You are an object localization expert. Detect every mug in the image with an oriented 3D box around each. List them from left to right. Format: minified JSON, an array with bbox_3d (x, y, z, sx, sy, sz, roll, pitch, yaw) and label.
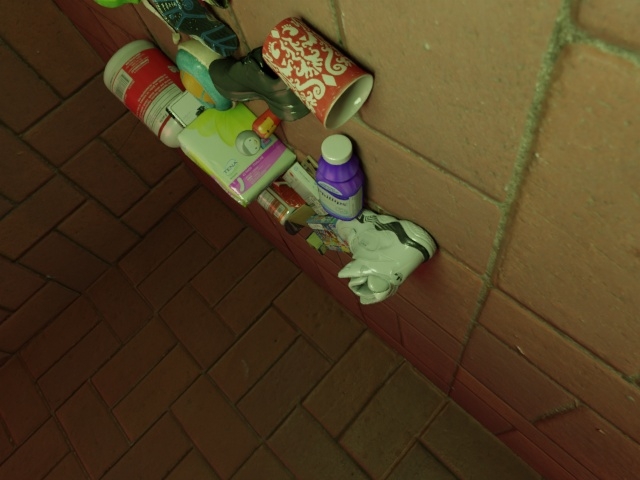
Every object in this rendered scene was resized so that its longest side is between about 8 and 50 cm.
[{"bbox_3d":[-0.011,-0.280,0.767,0.169,0.113,0.150,46,168,10],"label":"mug"}]

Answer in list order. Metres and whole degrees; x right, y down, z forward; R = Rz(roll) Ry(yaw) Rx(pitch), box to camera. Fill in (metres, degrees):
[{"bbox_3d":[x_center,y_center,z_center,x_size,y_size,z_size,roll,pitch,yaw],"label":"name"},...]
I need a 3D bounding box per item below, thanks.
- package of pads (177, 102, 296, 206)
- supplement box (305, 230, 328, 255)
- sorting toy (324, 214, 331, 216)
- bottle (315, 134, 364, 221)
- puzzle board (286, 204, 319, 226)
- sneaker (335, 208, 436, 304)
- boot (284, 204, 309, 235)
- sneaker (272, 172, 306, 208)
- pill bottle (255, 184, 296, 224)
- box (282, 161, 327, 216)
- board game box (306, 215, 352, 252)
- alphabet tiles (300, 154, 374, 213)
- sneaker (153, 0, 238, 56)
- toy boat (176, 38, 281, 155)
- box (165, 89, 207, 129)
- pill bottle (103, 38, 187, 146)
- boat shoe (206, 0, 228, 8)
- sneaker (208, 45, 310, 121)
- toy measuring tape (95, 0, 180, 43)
[{"bbox_3d":[-0.259,-0.274,1.356,0.296,0.229,0.101,45,169,-1],"label":"package of pads"},{"bbox_3d":[0.000,0.000,1.817,0.083,0.083,0.056,36,168,30],"label":"supplement box"},{"bbox_3d":[0.134,0.023,1.488,0.229,0.041,0.307,47,171,-36],"label":"sorting toy"},{"bbox_3d":[0.047,-0.146,1.075,0.118,0.092,0.282,29,163,15],"label":"bottle"},{"bbox_3d":[-0.044,-0.086,1.553,0.128,0.096,0.011,16,-132,-45],"label":"puzzle board"},{"bbox_3d":[0.113,0.036,1.172,0.137,0.210,0.366,50,163,-29],"label":"sneaker"},{"bbox_3d":[-0.048,-0.103,1.677,0.082,0.106,0.219,50,140,-8],"label":"boot"},{"bbox_3d":[-0.107,-0.180,1.599,0.221,0.087,0.128,52,-178,25],"label":"sneaker"},{"bbox_3d":[-0.182,-0.172,1.735,0.216,0.121,0.121,44,169,8],"label":"pill bottle"},{"bbox_3d":[-0.037,-0.159,1.425,0.186,0.038,0.145,45,169,-8],"label":"box"},{"bbox_3d":[0.044,-0.022,1.450,0.136,0.035,0.201,50,163,-20],"label":"board game box"},{"bbox_3d":[0.067,-0.115,1.351,0.342,0.011,0.285,45,168,-5],"label":"alphabet tiles"},{"bbox_3d":[-0.282,-0.483,0.971,0.211,0.080,0.081,31,-170,-46],"label":"sneaker"},{"bbox_3d":[-0.254,-0.370,1.155,0.318,0.148,0.267,43,176,-3],"label":"toy boat"},{"bbox_3d":[-0.340,-0.372,1.453,0.290,0.169,0.087,47,171,-23],"label":"box"},{"bbox_3d":[-0.536,-0.483,1.576,0.407,0.229,0.229,45,169,-4],"label":"pill bottle"},{"bbox_3d":[-0.207,-0.496,0.824,0.049,0.056,0.152,37,177,13],"label":"boat shoe"},{"bbox_3d":[-0.134,-0.361,0.954,0.287,0.109,0.130,24,153,26],"label":"sneaker"},{"bbox_3d":[-0.551,-0.668,1.247,0.330,0.121,0.121,47,169,-15],"label":"toy measuring tape"}]
